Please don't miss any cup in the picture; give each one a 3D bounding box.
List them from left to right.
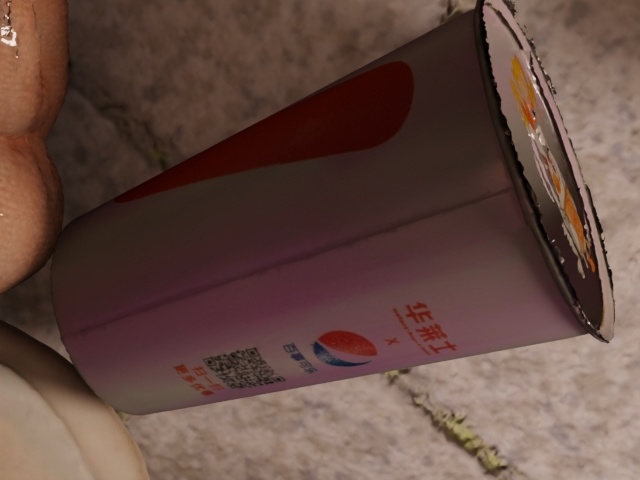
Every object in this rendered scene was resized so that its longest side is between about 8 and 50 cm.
[{"bbox_3d":[0.000,0.000,0.606,0.288,0.203,0.203,-20,93,22],"label":"cup"}]

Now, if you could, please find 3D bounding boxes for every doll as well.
[{"bbox_3d":[-0.222,-0.111,0.623,0.156,0.201,0.303,7,96,-9],"label":"doll"}]

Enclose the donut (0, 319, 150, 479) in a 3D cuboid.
[{"bbox_3d":[-0.284,0.224,0.664,0.383,0.142,0.382,1,79,-7],"label":"donut"}]
